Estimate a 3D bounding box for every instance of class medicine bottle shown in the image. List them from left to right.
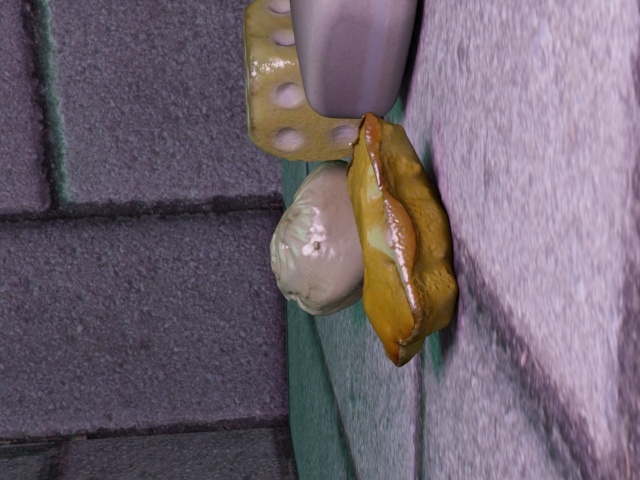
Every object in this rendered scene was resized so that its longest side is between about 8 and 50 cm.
[{"bbox_3d":[0.025,-0.337,1.423,0.282,0.122,0.375,101,166,-58],"label":"medicine bottle"}]

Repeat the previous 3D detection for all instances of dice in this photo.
[{"bbox_3d":[-0.013,-0.215,1.627,0.169,0.169,0.166,-99,8,-46],"label":"dice"}]

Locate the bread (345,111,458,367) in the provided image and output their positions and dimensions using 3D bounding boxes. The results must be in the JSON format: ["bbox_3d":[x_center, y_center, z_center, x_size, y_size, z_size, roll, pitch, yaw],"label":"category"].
[{"bbox_3d":[0.080,0.001,1.259,0.161,0.088,0.233,88,174,-70],"label":"bread"}]

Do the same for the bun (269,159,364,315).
[{"bbox_3d":[0.000,0.000,1.776,0.229,0.145,0.230,175,90,-87],"label":"bun"}]
